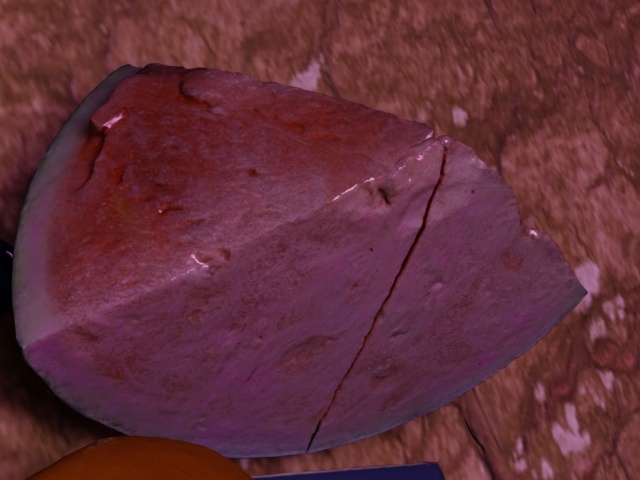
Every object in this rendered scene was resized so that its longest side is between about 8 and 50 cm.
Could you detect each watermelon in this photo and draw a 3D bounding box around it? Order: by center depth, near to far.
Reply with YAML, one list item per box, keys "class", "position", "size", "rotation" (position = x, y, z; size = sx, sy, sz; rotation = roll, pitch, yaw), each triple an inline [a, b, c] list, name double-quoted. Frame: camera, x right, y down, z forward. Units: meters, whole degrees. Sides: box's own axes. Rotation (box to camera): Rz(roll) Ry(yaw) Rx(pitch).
- class: "watermelon"
  position: [-0.028, -0.008, 0.906]
  size: [0.222, 0.319, 0.292]
  rotation: [59, 2, 36]

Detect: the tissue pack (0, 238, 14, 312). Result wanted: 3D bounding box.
- class: "tissue pack"
  position: [-0.242, 0.040, 0.829]
  size: [0.085, 0.028, 0.138]
  rotation: [42, 49, -14]

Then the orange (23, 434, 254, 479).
- class: "orange"
  position: [-0.088, 0.220, 0.709]
  size: [0.249, 0.183, 0.249]
  rotation: [13, 65, -29]

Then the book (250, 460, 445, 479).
- class: "book"
  position: [-0.067, 0.299, 0.835]
  size: [0.428, 0.039, 0.300]
  rotation: [3, 69, -34]
